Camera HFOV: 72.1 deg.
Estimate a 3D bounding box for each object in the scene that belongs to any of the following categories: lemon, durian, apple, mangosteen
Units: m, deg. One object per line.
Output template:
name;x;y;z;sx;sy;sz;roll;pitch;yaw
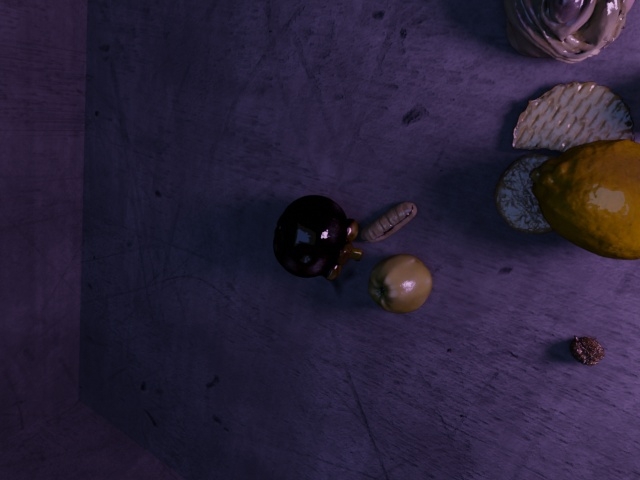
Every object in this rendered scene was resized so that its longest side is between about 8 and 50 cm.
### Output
lemon;0.662;-0.094;1.002;0.316;0.285;0.286;7;105;38
durian;0.715;0.293;1.184;0.080;0.080;0.091;-36;81;31
apple;0.242;0.132;1.349;0.200;0.200;0.200;7;105;27
mangosteen;0.000;0.000;1.428;0.302;0.275;0.275;21;116;-13

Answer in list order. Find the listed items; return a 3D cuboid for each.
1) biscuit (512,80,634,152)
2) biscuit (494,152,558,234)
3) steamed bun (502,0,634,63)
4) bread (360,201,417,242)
biscuit;0.639;-0.302;1.103;0.273;0.036;0.187;17;110;25
biscuit;0.580;-0.124;1.180;0.219;0.033;0.220;5;102;26
steamed bun;0.550;-0.554;0.993;0.280;0.207;0.268;20;111;26
bread;0.212;-0.050;1.392;0.214;0.053;0.073;-35;88;31
